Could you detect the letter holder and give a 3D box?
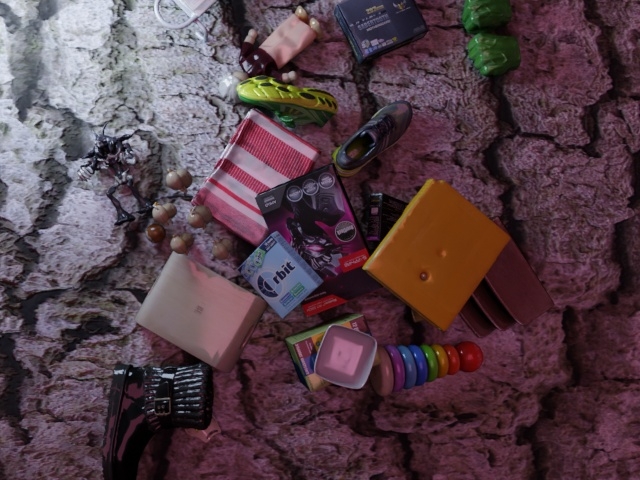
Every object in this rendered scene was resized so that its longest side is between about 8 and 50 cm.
[{"bbox_3d":[0.481,0.116,1.785,0.215,0.152,0.301,-33,91,-9],"label":"letter holder"}]

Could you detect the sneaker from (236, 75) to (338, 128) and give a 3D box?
[{"bbox_3d":[-0.094,-0.372,1.725,0.296,0.123,0.109,8,42,-25],"label":"sneaker"}]

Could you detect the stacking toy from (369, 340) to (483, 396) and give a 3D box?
[{"bbox_3d":[0.309,0.345,1.748,0.331,0.141,0.141,-7,86,-14],"label":"stacking toy"}]

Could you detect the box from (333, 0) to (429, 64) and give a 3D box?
[{"bbox_3d":[0.182,-0.659,1.852,0.233,0.059,0.183,-25,88,-11],"label":"box"}]

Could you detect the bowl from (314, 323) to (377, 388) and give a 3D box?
[{"bbox_3d":[0.059,0.289,1.542,0.142,0.053,0.142,21,81,-8],"label":"bowl"}]

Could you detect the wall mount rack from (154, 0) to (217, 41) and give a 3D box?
[{"bbox_3d":[-0.360,-0.746,1.743,0.304,0.130,0.350,45,80,-7],"label":"wall mount rack"}]

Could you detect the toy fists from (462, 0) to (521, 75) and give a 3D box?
[{"bbox_3d":[0.510,-0.636,1.889,0.142,0.096,0.279,-6,84,-20],"label":"toy fists"}]

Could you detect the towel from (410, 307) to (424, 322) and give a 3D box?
[{"bbox_3d":[0.292,0.197,1.816,0.060,0.009,0.083,-13,86,-10],"label":"towel"}]

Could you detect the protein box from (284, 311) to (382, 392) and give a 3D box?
[{"bbox_3d":[0.028,0.295,1.666,0.201,0.200,0.135,-21,89,-11],"label":"protein box"}]

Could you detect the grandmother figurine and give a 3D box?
[{"bbox_3d":[-0.147,-0.516,1.770,0.342,0.104,0.208,-41,65,-8],"label":"grandmother figurine"}]

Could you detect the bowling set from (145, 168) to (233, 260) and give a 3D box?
[{"bbox_3d":[-0.376,-0.031,1.638,0.200,0.154,0.287,-33,98,5],"label":"bowling set"}]

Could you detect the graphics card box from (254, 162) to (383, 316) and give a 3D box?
[{"bbox_3d":[0.000,0.000,1.685,0.233,0.094,0.370,-21,98,8],"label":"graphics card box"}]

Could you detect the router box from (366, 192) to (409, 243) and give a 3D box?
[{"bbox_3d":[0.199,-0.053,1.750,0.179,0.046,0.133,14,79,-53],"label":"router box"}]

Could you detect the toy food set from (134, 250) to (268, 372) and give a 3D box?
[{"bbox_3d":[-0.325,0.191,1.685,0.306,0.092,0.219,29,83,2],"label":"toy food set"}]

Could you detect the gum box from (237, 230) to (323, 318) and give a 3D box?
[{"bbox_3d":[-0.109,0.093,1.651,0.184,0.041,0.157,48,119,3],"label":"gum box"}]

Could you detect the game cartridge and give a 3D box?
[{"bbox_3d":[0.315,0.033,1.660,0.285,0.053,0.323,39,81,-10],"label":"game cartridge"}]

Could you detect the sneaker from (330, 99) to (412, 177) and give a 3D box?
[{"bbox_3d":[0.161,-0.299,1.783,0.300,0.121,0.111,-45,93,-10],"label":"sneaker"}]

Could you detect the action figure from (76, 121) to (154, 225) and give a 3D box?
[{"bbox_3d":[-0.550,-0.189,1.648,0.164,0.141,0.275,-25,91,1],"label":"action figure"}]

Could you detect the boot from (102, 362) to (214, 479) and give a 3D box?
[{"bbox_3d":[-0.415,0.487,1.599,0.260,0.131,0.347,5,84,-4],"label":"boot"}]

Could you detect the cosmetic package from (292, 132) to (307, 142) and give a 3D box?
[{"bbox_3d":[-0.090,-0.246,1.777,0.060,0.041,0.115,35,80,-5],"label":"cosmetic package"}]

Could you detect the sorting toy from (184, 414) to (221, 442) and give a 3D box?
[{"bbox_3d":[-0.311,0.507,1.673,0.083,0.045,0.075,-36,102,-2],"label":"sorting toy"}]

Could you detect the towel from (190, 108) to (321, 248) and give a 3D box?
[{"bbox_3d":[-0.180,-0.173,1.729,0.237,0.037,0.329,33,92,-6],"label":"towel"}]
